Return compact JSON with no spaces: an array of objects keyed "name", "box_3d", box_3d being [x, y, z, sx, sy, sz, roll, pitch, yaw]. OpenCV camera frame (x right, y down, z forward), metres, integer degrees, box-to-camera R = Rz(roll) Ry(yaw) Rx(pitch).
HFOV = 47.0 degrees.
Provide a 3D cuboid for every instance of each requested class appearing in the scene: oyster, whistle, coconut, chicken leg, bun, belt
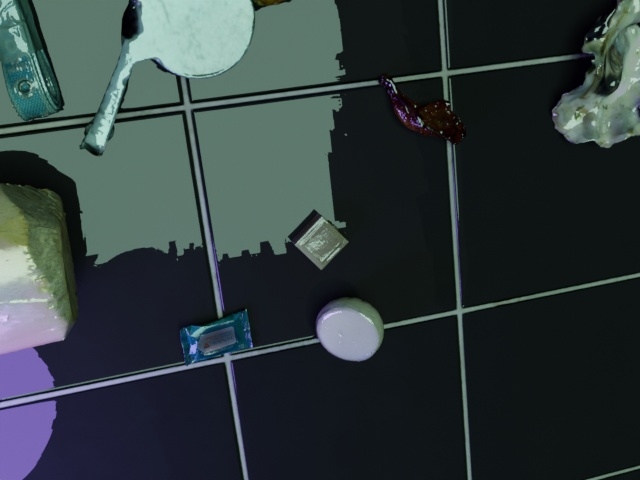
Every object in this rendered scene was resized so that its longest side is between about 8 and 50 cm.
[{"name":"oyster","box_3d":[0.613,-0.356,1.470,0.238,0.115,0.351,10,96,-8]},{"name":"whistle","box_3d":[-0.271,-0.321,1.213,0.405,0.168,0.188,-37,110,-4]},{"name":"coconut","box_3d":[-0.562,0.047,1.181,0.310,0.297,0.297,-7,106,-15]},{"name":"chicken leg","box_3d":[0.196,-0.246,1.418,0.205,0.053,0.093,21,75,-25]},{"name":"bun","box_3d":[0.065,0.165,1.468,0.138,0.094,0.138,11,123,17]},{"name":"belt","box_3d":[-0.501,-0.346,1.194,0.072,0.087,0.302,-13,107,2]}]

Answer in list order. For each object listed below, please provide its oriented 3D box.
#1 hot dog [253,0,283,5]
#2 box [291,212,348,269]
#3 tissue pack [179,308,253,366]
[{"name":"hot dog","box_3d":[-0.005,-0.466,1.263,0.289,0.068,0.083,-26,114,-28]},{"name":"box","box_3d":[0.000,0.000,1.436,0.083,0.035,0.079,-45,110,-1]},{"name":"tissue pack","box_3d":[-0.204,0.188,1.437,0.138,0.028,0.085,-13,110,-16]}]
